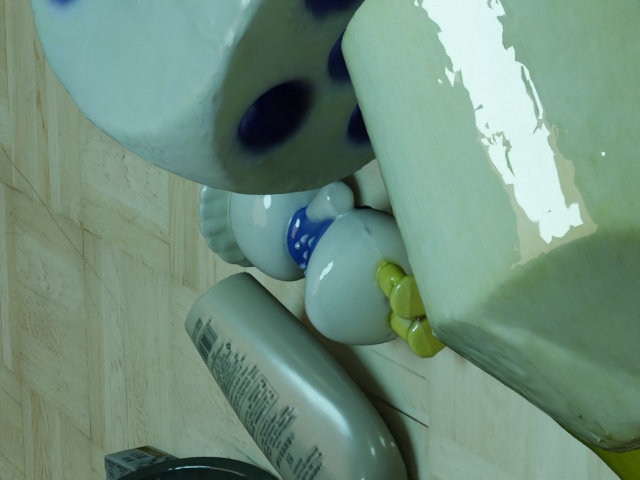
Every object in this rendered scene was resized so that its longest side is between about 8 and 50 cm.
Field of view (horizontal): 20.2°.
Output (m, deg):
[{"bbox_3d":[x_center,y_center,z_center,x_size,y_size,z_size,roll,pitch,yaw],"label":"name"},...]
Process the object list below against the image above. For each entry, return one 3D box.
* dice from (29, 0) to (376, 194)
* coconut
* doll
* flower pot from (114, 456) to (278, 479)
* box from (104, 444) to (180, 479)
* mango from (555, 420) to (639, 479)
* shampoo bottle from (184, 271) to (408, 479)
[{"bbox_3d":[-0.038,-0.200,1.196,0.259,0.243,0.251,48,125,32],"label":"dice"},{"bbox_3d":[0.164,-0.067,0.831,0.323,0.323,0.323,25,118,59],"label":"coconut"},{"bbox_3d":[0.000,0.000,1.371,0.293,0.119,0.138,34,148,51],"label":"doll"},{"bbox_3d":[-0.117,0.324,1.598,0.235,0.235,0.148,42,152,52],"label":"flower pot"},{"bbox_3d":[-0.153,0.245,1.787,0.218,0.055,0.039,8,105,63],"label":"box"},{"bbox_3d":[0.178,0.066,1.067,0.191,0.085,0.122,44,128,35],"label":"mango"},{"bbox_3d":[-0.008,0.142,1.416,0.257,0.078,0.127,53,138,23],"label":"shampoo bottle"}]
